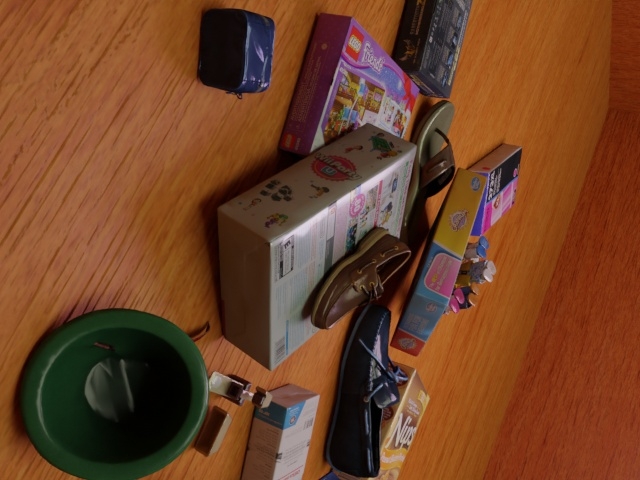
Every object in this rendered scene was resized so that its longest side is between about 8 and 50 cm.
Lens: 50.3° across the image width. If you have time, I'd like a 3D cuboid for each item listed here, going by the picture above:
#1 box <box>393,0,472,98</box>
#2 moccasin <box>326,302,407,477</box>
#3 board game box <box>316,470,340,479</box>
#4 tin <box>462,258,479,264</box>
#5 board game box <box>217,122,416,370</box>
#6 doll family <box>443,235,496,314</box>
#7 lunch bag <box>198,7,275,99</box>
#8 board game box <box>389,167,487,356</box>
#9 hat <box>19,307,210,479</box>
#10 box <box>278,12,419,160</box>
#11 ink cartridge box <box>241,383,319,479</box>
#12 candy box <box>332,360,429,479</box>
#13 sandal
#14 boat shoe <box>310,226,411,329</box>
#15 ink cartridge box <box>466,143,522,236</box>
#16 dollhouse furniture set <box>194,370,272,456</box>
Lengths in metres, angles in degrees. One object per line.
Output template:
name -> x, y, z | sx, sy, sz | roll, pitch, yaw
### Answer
box -> 0.211, -0.394, 1.238 | 0.183, 0.059, 0.232 | 8, 95, -62
moccasin -> 0.107, 0.295, 1.334 | 0.138, 0.117, 0.341 | -11, 112, -60
board game box -> -0.072, 0.473, 1.098 | 0.165, 0.042, 0.243 | -51, 159, 19
tin -> 0.382, 0.097, 1.831 | 0.189, 0.040, 0.106 | -63, 146, -21
board game box -> 0.000, 0.000, 0.943 | 0.303, 0.098, 0.224 | -35, 143, -39
doll family -> 0.302, 0.112, 1.571 | 0.118, 0.163, 0.263 | 49, 55, -21
lunch bag -> -0.091, -0.209, 0.768 | 0.065, 0.067, 0.098 | -18, 120, -57
board game box -> 0.238, 0.045, 1.380 | 0.242, 0.064, 0.316 | 101, 11, -57
hat -> -0.222, 0.161, 0.764 | 0.209, 0.183, 0.172 | 15, 82, -21
box -> 0.056, -0.194, 1.055 | 0.293, 0.057, 0.200 | 19, 89, -62
ink cartridge box -> -0.067, 0.332, 1.094 | 0.104, 0.060, 0.180 | 0, 104, -62
candy box -> 0.129, 0.439, 1.479 | 0.316, 0.088, 0.183 | -61, 150, -23
sandal -> 0.224, -0.129, 1.367 | 0.120, 0.086, 0.302 | 12, 93, -62
boat shoe -> 0.056, 0.055, 0.919 | 0.178, 0.060, 0.064 | -46, 150, -26
ink cartridge box -> 0.441, -0.129, 1.799 | 0.371, 0.069, 0.175 | -31, 130, -50
dollhouse furniture set -> -0.138, 0.234, 0.908 | 0.081, 0.091, 0.114 | 36, 75, -45
